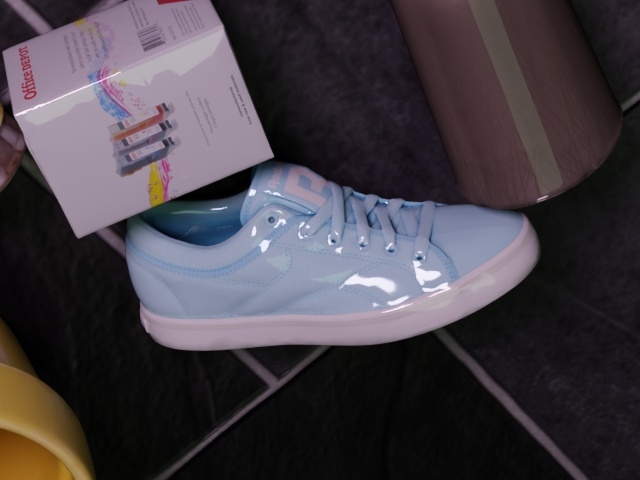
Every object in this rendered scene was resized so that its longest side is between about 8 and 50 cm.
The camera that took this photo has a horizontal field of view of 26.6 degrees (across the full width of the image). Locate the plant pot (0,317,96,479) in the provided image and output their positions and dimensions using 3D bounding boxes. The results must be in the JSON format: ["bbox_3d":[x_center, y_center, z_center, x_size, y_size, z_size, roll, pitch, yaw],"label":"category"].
[{"bbox_3d":[-0.327,0.175,1.147,0.254,0.239,0.254,-8,122,-13],"label":"plant pot"}]

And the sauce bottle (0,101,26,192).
[{"bbox_3d":[-0.370,-0.155,1.008,0.111,0.111,0.344,-37,124,7],"label":"sauce bottle"}]

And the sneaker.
[{"bbox_3d":[0.000,0.000,1.163,0.366,0.135,0.150,-10,123,10],"label":"sneaker"}]

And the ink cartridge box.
[{"bbox_3d":[-0.149,-0.111,1.094,0.176,0.128,0.127,-22,125,-2],"label":"ink cartridge box"}]

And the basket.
[{"bbox_3d":[0.143,-0.173,1.129,0.154,0.204,0.227,-17,117,20],"label":"basket"}]
